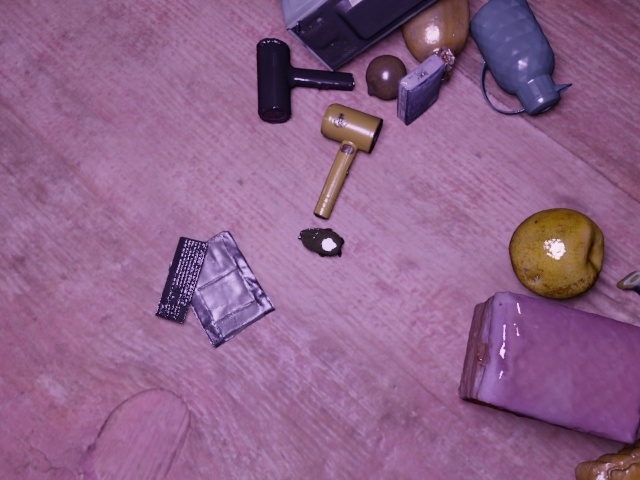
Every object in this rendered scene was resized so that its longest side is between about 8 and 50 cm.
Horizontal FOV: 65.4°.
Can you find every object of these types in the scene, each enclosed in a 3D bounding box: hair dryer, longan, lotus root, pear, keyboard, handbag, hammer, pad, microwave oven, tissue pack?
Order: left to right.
[{"bbox_3d":[-0.325,0.089,1.165,0.074,0.015,0.196,15,79,4],"label":"keyboard"},{"bbox_3d":[-0.235,0.110,1.178,0.174,0.022,0.233,-33,79,-6],"label":"pad"},{"bbox_3d":[-0.036,-0.402,1.257,0.251,0.089,0.197,0,77,-4],"label":"hair dryer"},{"bbox_3d":[0.000,0.000,1.176,0.111,0.047,0.072,14,84,6],"label":"handbag"},{"bbox_3d":[0.039,-0.188,1.205,0.135,0.090,0.278,22,85,7],"label":"hair dryer"},{"bbox_3d":[0.097,-0.610,1.150,0.355,0.218,0.286,-28,60,26],"label":"microwave oven"},{"bbox_3d":[0.161,-0.404,1.240,0.113,0.092,0.113,1,102,5],"label":"longan"},{"bbox_3d":[0.238,-0.357,1.191,0.112,0.156,0.051,-40,74,-6],"label":"tissue pack"},{"bbox_3d":[0.282,-0.555,1.235,0.169,0.151,0.342,-3,73,4],"label":"lotus root"},{"bbox_3d":[0.501,0.026,1.081,0.197,0.197,0.197,-1,77,3],"label":"pear"},{"bbox_3d":[0.770,0.162,1.105,0.159,0.041,0.226,-38,78,-6],"label":"hammer"}]

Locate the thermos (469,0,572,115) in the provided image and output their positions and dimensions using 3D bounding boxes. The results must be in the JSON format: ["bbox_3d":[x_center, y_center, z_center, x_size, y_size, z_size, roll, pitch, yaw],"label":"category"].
[{"bbox_3d":[0.467,-0.434,1.212,0.182,0.145,0.286,-26,76,29],"label":"thermos"}]

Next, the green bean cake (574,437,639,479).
[{"bbox_3d":[0.659,0.520,0.985,0.224,0.131,0.229,-19,74,-4],"label":"green bean cake"}]

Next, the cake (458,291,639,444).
[{"bbox_3d":[0.454,0.253,1.001,0.309,0.237,0.230,17,79,5],"label":"cake"}]
